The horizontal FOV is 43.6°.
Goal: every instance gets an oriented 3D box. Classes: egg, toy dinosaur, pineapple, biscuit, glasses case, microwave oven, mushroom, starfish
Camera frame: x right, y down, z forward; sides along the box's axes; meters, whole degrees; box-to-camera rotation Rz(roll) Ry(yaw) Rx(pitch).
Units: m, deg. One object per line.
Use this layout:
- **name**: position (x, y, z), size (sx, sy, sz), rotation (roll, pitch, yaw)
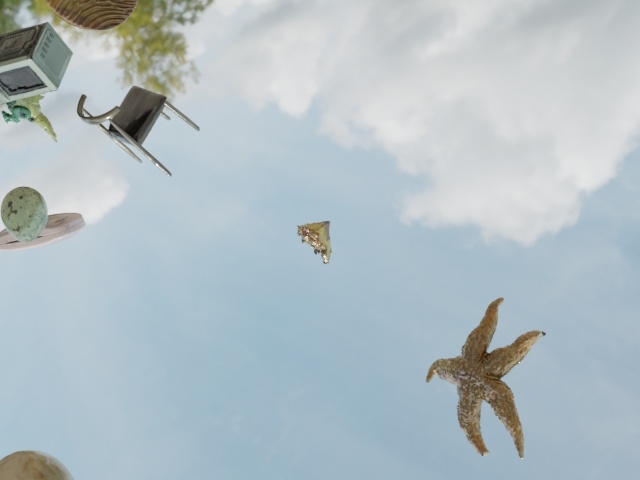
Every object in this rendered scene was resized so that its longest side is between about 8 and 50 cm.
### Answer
- **egg**: position (-0.558, -0.049, 1.509), size (0.085, 0.085, 0.110), rotation (-20, -106, 8)
- **toy dinosaur**: position (-0.838, -0.380, 2.280), size (0.153, 0.259, 0.094), rotation (-7, -139, 7)
- **pineapple**: position (0.000, 0.000, 1.882), size (0.077, 0.114, 0.114), rotation (-33, -160, -20)
- **biscuit**: position (-0.545, -0.592, 1.929), size (0.228, 0.176, 0.031), rotation (-39, -165, -28)
- **glasses case**: position (-0.773, -0.023, 2.192), size (0.296, 0.075, 0.113), rotation (-10, -162, 29)
- **microwave oven**: position (-0.772, -0.459, 2.058), size (0.208, 0.122, 0.162), rotation (-7, -126, 21)
- **mushroom**: position (-0.606, 0.541, 1.621), size (0.215, 0.207, 0.207), rotation (-43, -155, 19)
- **starfish**: position (0.339, 0.273, 1.629), size (0.299, 0.060, 0.302), rotation (37, -71, 49)

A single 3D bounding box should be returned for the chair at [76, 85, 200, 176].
- **chair**: position (-0.481, -0.317, 2.094), size (0.188, 0.272, 0.166), rotation (24, -99, 42)
